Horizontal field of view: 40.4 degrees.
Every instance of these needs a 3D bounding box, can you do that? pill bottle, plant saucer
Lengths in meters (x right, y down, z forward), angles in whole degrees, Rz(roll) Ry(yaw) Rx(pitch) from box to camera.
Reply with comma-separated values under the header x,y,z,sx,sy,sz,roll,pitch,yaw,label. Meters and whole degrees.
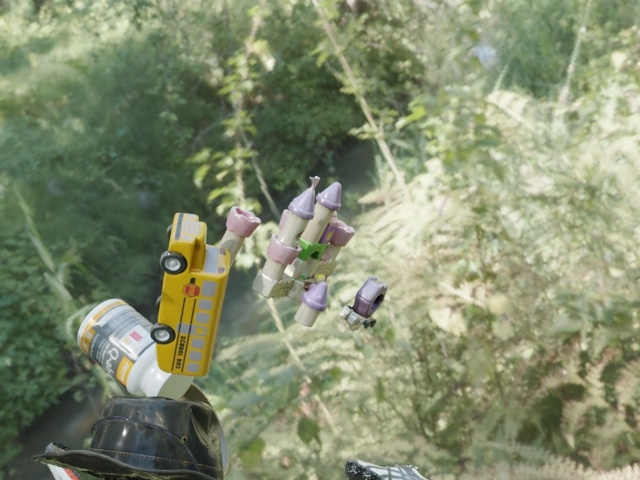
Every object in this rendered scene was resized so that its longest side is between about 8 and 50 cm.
x,y,z,sx,sy,sz,roll,pitch,yaw,label
-0.452,0.279,2.140,0.278,0.162,0.162,34,59,24,pill bottle
-0.322,0.498,2.264,0.041,0.278,0.278,-26,21,11,plant saucer

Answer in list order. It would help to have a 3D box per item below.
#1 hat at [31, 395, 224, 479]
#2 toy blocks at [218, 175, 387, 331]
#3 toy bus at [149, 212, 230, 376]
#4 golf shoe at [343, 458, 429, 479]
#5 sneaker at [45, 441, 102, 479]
x,y,z,sx,sy,sz,roll,pitch,yaw,label
-0.220,0.282,1.212,0.331,0.331,0.134,-12,58,42,hat
0.000,0.000,1.793,0.260,0.309,0.288,-62,-23,13,toy blocks
-0.259,0.112,1.719,0.130,0.333,0.108,10,34,-8,toy bus
0.144,0.480,1.730,0.198,0.077,0.094,24,36,17,golf shoe
-0.455,0.518,1.633,0.145,0.270,0.090,-44,6,1,sneaker
